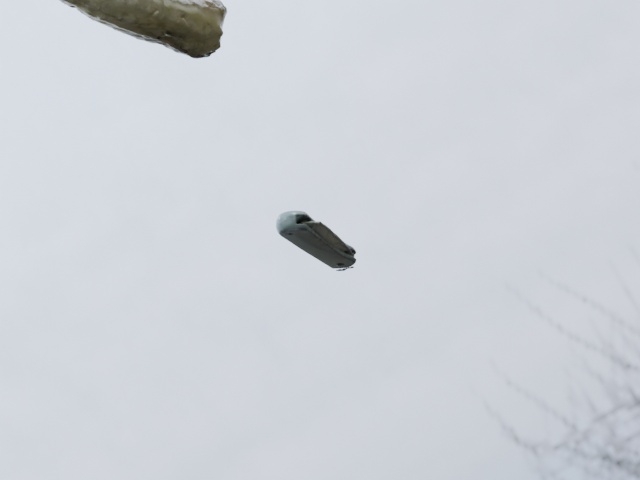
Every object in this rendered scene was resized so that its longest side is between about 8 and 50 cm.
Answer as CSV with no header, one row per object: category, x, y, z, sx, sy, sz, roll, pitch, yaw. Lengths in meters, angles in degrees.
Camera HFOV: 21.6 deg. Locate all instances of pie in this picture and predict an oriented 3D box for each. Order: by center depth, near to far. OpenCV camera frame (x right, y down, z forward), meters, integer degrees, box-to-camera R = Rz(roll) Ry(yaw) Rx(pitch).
pie,-0.170,-0.217,1.400,0.185,0.218,0.052,18,-70,-25

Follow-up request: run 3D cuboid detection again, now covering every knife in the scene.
knife,0.000,0.000,1.705,0.044,0.023,0.162,-12,-19,19
